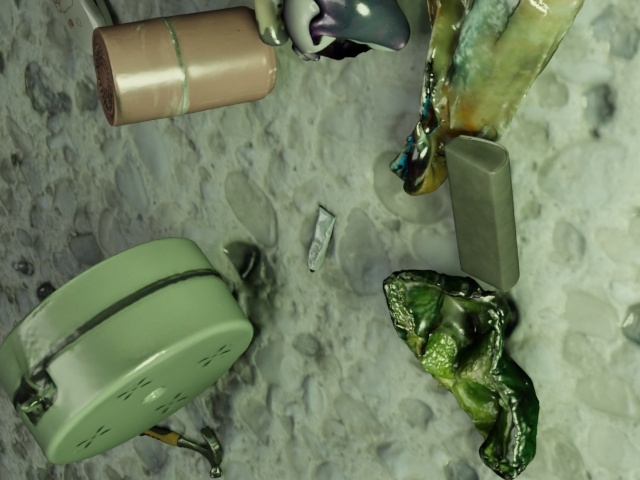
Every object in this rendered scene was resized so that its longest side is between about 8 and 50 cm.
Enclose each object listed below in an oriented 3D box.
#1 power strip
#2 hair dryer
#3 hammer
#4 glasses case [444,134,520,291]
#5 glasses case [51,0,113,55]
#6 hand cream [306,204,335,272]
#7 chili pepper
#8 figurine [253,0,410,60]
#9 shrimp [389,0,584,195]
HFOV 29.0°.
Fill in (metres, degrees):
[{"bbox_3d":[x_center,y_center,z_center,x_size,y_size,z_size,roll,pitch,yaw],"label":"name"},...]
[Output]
[{"bbox_3d":[-0.278,0.155,1.712,0.161,0.357,0.357,54,136,14],"label":"power strip"},{"bbox_3d":[-0.208,-0.230,1.665,0.352,0.210,0.125,-167,66,-70],"label":"hair dryer"},{"bbox_3d":[-0.227,0.315,1.968,0.201,0.021,0.078,12,112,43],"label":"hammer"},{"bbox_3d":[0.178,-0.028,1.345,0.072,0.042,0.190,22,145,32],"label":"glasses case"},{"bbox_3d":[-0.367,-0.365,1.845,0.074,0.049,0.193,-41,75,45],"label":"glasses case"},{"bbox_3d":[0.000,0.000,1.622,0.030,0.019,0.093,35,120,35],"label":"hand cream"},{"bbox_3d":[0.175,0.135,1.421,0.264,0.116,0.148,57,177,6],"label":"chili pepper"},{"bbox_3d":[0.010,-0.280,1.413,0.222,0.145,0.145,29,124,45],"label":"figurine"},{"bbox_3d":[0.165,-0.239,1.300,0.221,0.110,0.446,44,128,35],"label":"shrimp"}]
